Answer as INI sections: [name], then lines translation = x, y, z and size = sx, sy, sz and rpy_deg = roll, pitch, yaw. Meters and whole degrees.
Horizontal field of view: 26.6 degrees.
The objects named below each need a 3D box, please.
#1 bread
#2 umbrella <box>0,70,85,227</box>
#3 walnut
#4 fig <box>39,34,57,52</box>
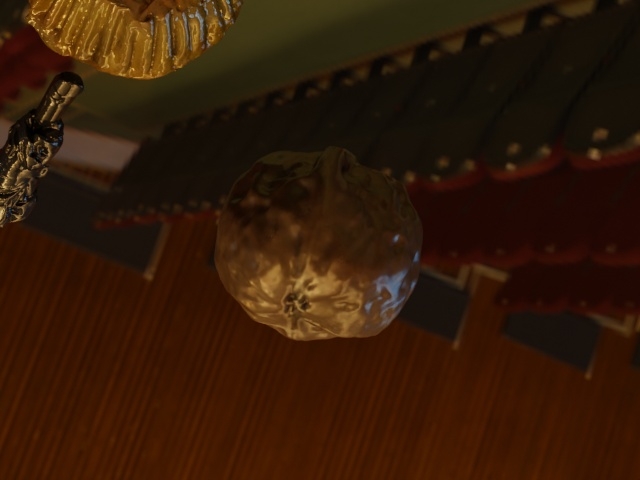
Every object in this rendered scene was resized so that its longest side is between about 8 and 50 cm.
[bread]
translation = -0.191, -0.289, 1.422
size = 0.240, 0.240, 0.139
rpy_deg = 21, 154, -11
[umbrella]
translation = -0.301, -0.097, 1.428
size = 0.071, 0.071, 0.248
rpy_deg = 24, 132, -22
[walnut]
translation = -0.003, 0.000, 1.703
size = 0.273, 0.273, 0.227
rpy_deg = 9, 133, 42
[fig]
translation = -0.421, -0.344, 2.078
size = 0.166, 0.093, 0.093
rpy_deg = 25, 168, -33
